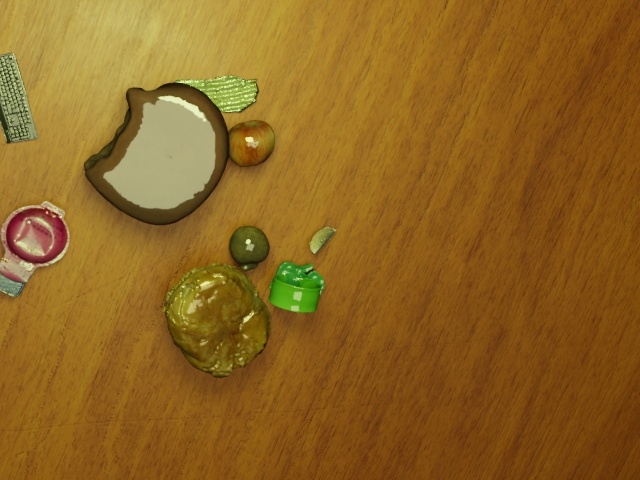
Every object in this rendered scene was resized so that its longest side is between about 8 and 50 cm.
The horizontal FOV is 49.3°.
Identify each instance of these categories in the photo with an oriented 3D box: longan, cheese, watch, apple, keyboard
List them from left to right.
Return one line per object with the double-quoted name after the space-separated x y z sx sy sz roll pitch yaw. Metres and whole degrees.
-0.704 -0.321 1.583 0.074 0.015 0.197 -14 108 -14 "keyboard"
-0.692 0.019 1.654 0.155 0.062 0.244 31 95 -22 "cheese"
-0.183 0.021 1.800 0.106 0.106 0.119 1 96 -18 "longan"
-0.172 -0.238 1.722 0.126 0.126 0.102 -16 115 -14 "apple"
-0.052 0.131 1.846 0.165 0.152 0.131 12 98 -19 "watch"

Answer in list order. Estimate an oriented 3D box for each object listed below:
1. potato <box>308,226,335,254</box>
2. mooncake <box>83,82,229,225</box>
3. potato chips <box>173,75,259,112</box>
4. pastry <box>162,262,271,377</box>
-0.001 0.000 1.893 0.037 0.036 0.093 38 69 12 "potato"
-0.380 -0.201 1.633 0.333 0.174 0.326 -2 107 -7 "mooncake"
-0.253 -0.357 1.713 0.207 0.028 0.092 -6 105 -18 "potato chips"
-0.268 0.193 1.786 0.255 0.162 0.311 -34 123 -18 "pastry"
